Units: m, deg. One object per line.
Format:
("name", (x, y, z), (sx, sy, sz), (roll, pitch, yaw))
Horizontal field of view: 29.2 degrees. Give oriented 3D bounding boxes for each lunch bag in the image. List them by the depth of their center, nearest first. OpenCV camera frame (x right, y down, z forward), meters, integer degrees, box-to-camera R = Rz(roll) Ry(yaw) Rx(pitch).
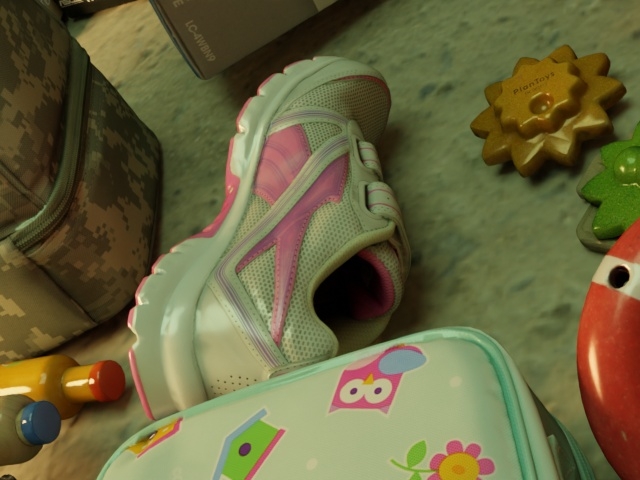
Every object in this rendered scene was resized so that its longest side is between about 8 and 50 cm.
("lunch bag", (0.019, 0.178, 0.462), (0.224, 0.108, 0.279), (-21, 46, 15))
("lunch bag", (-0.284, -0.046, 0.791), (0.305, 0.256, 0.213), (-23, 43, 20))

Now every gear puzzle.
("gear puzzle", (0.209, -0.061, 0.577), (0.339, 0.044, 0.175), (16, 65, 45))

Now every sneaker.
("sneaker", (0.000, 0.000, 0.656), (0.111, 0.103, 0.252), (11, 51, 18))

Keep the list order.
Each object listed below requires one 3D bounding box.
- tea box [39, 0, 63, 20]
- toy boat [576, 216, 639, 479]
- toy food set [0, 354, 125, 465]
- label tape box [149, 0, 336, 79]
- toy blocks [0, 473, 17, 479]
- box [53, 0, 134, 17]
("tea box", (-0.403, -0.292, 1.137), (0.323, 0.220, 0.329), (-20, 44, 23))
("toy boat", (0.179, 0.049, 0.403), (0.231, 0.151, 0.151), (28, 89, 48))
("toy food set", (-0.218, 0.065, 0.659), (0.104, 0.232, 0.111), (-12, 52, 30))
("label tape box", (0.006, -0.298, 0.869), (0.347, 0.115, 0.249), (-32, 46, 2))
("toy blocks", (-0.343, 0.273, 0.621), (0.288, 0.309, 0.260), (-16, 78, 43))
("box", (-0.127, -0.283, 1.047), (0.190, 0.045, 0.184), (-6, 53, 33))
